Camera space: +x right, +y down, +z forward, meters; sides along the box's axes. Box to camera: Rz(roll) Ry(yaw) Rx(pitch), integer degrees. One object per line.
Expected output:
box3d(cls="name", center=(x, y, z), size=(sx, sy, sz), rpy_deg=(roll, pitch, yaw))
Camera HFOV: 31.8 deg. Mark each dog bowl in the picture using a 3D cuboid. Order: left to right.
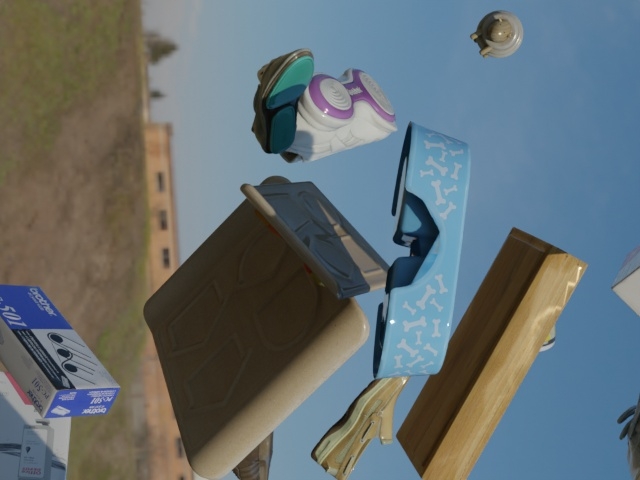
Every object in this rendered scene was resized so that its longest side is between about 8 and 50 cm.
box3d(cls="dog bowl", center=(0.115, 0.015, 1.279), size=(0.166, 0.074, 0.297), rpy_deg=(101, -3, -81))

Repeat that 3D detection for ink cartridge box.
box3d(cls="ink cartridge box", center=(-0.470, 0.328, 1.616), size=(0.283, 0.207, 0.117), rpy_deg=(-100, -156, -49))
box3d(cls="ink cartridge box", center=(-0.341, 0.132, 1.370), size=(0.207, 0.097, 0.046), rpy_deg=(43, -68, 34))
box3d(cls="ink cartridge box", center=(0.489, 0.007, 1.494), size=(0.198, 0.067, 0.115), rpy_deg=(-45, 180, 35))

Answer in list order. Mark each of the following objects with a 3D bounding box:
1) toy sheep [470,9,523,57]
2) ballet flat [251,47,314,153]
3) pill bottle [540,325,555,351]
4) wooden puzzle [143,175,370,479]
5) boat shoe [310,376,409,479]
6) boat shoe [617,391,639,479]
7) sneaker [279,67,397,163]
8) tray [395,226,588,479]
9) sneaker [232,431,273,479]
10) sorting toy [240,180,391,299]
box3d(cls="toy sheep", center=(0.313, -0.361, 1.973), size=(0.132, 0.091, 0.091), rpy_deg=(-35, 124, -76))
box3d(cls="ballet flat", center=(-0.059, -0.191, 1.451), size=(0.068, 0.072, 0.213), rpy_deg=(54, -24, 20))
box3d(cls="pill bottle", center=(0.362, 0.098, 1.986), size=(0.103, 0.103, 0.184), rpy_deg=(-130, -145, -74))
box3d(cls="wooden puzzle", center=(-0.092, 0.120, 1.587), size=(0.322, 0.080, 0.348), rpy_deg=(-45, -138, 14))
box3d(cls="boat shoe", center=(0.071, 0.240, 1.485), size=(0.190, 0.072, 0.068), rpy_deg=(-52, 162, 17))
box3d(cls="boat shoe", center=(0.398, 0.175, 1.237), size=(0.320, 0.118, 0.103), rpy_deg=(85, -16, -51))
box3d(cls="sneaker", center=(0.011, -0.187, 1.730), size=(0.114, 0.152, 0.305), rpy_deg=(60, 26, 13))
box3d(cls="tray", center=(0.265, 0.184, 1.810), size=(0.411, 0.076, 0.203), rpy_deg=(-60, -169, 4))
box3d(cls="sneaker", center=(-0.110, 0.326, 1.696), size=(0.188, 0.071, 0.066), rpy_deg=(97, 2, -50))
box3d(cls="sorting toy", center=(0.000, 0.000, 1.456), size=(0.193, 0.038, 0.208), rpy_deg=(48, 20, 17))
